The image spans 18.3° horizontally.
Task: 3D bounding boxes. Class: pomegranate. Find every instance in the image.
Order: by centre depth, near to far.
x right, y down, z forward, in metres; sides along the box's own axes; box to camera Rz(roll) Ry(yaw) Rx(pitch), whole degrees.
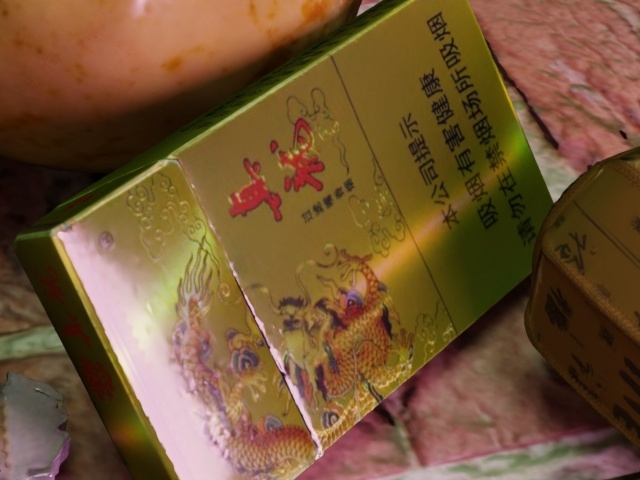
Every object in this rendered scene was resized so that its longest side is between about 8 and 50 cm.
[{"bbox_3d":[-0.130,-0.192,1.138,0.342,0.342,0.342,3,40,-2],"label":"pomegranate"}]

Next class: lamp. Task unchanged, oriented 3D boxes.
[{"bbox_3d":[0.203,0.042,0.994,0.161,0.161,0.185,-19,45,-26],"label":"lamp"}]

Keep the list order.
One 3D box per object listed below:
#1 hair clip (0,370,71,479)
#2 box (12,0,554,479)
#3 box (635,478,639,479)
[{"bbox_3d":[-0.165,0.126,0.917,0.106,0.084,0.292,-8,36,-7],"label":"hair clip"},{"bbox_3d":[0.000,0.000,1.017,0.043,0.173,0.311,-9,21,48],"label":"box"},{"bbox_3d":[0.155,0.185,0.915,0.090,0.024,0.167,-15,45,-22],"label":"box"}]
